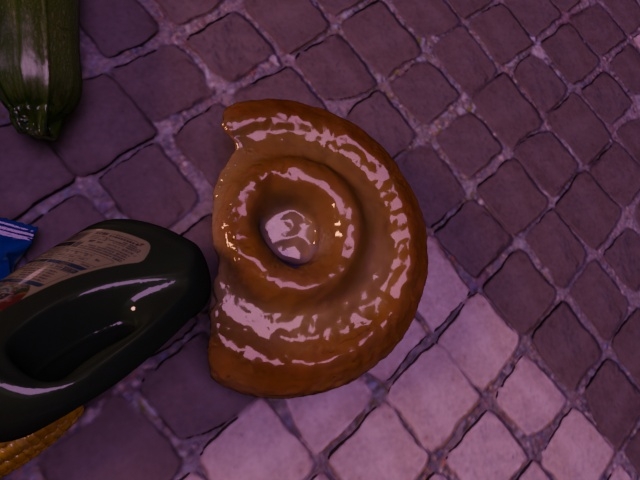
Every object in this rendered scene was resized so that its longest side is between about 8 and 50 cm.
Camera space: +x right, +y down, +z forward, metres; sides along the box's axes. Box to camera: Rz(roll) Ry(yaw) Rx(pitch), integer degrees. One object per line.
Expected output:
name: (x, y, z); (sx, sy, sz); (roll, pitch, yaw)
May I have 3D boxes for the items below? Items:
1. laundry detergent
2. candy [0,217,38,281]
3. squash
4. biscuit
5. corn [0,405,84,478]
laundry detergent: (-0.180, 0.064, 0.314); (0.145, 0.078, 0.221); (10, 31, 22)
candy: (-0.287, 0.040, 0.371); (0.088, 0.038, 0.136); (21, 77, -27)
squash: (-0.247, -0.192, 0.425); (0.068, 0.077, 0.218); (-2, 78, -23)
biscuit: (0.000, 0.000, 0.450); (0.214, 0.091, 0.273); (-1, 74, -17)
corn: (-0.262, 0.153, 0.330); (0.206, 0.067, 0.067); (-32, 88, -23)
